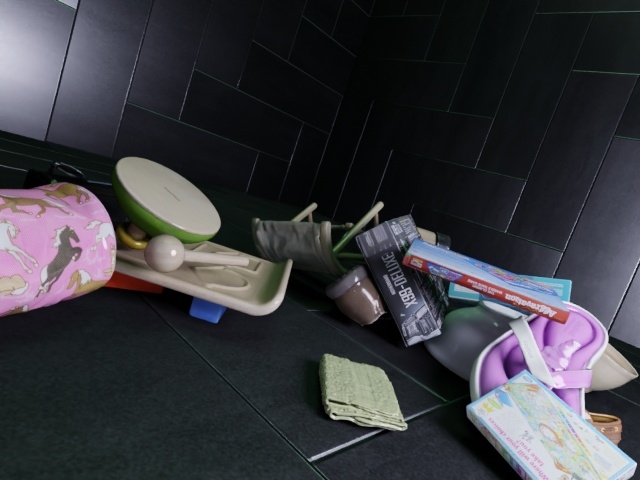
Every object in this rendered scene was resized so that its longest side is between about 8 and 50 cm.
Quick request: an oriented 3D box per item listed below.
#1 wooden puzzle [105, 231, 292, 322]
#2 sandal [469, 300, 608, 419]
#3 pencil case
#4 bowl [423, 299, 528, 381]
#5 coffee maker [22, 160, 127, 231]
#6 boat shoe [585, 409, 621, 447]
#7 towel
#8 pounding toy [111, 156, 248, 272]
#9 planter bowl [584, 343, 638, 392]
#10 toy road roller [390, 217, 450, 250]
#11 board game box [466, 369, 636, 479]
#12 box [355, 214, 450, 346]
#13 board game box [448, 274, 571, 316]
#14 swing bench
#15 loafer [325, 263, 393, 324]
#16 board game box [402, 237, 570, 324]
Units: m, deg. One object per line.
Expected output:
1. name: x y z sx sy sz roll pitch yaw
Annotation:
1. wooden puzzle: -0.233 0.056 0.761 0.347 0.081 0.322 14 7 -3
2. sandal: 0.368 0.182 0.681 0.169 0.102 0.416 31 36 27
3. pencil case: -0.386 0.009 0.401 0.160 0.167 0.386 -13 -2 17
4. bowl: 0.383 0.216 0.891 0.297 0.134 0.298 19 7 -2
5. coffee maker: -0.510 -0.071 0.901 0.171 0.120 0.178 49 22 25
6. boat shoe: 0.402 0.289 0.680 0.177 0.060 0.064 18 8 -6
7. towel: 0.049 0.202 0.567 0.110 0.027 0.148 17 9 -6
8. pounding toy: -0.253 -0.017 0.670 0.237 0.110 0.183 50 18 27
9. planter bowl: 0.630 0.287 0.992 0.162 0.109 0.162 30 23 -14
10. toy road roller: 0.264 0.101 1.378 0.202 0.241 0.329 17 -30 -10
11. board game box: 0.272 0.242 0.515 0.103 0.026 0.154 -24 34 -13
12. box: 0.202 0.069 0.954 0.243 0.076 0.307 64 21 3
13. board game box: 0.498 0.173 1.091 0.253 0.079 0.336 5 -20 31
14. swing bench: 0.000 0.000 1.103 0.253 0.165 0.254 6 18 41
15. loafer: 0.120 0.134 0.984 0.130 0.133 0.366 57 19 13
16. board game box: 0.299 0.067 0.785 0.281 0.027 0.145 21 18 14
